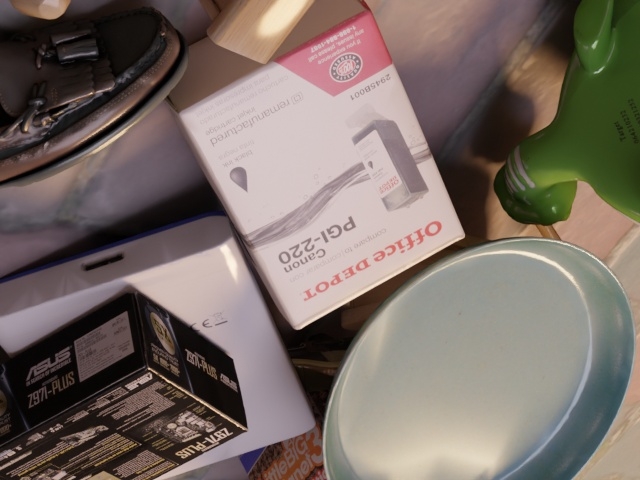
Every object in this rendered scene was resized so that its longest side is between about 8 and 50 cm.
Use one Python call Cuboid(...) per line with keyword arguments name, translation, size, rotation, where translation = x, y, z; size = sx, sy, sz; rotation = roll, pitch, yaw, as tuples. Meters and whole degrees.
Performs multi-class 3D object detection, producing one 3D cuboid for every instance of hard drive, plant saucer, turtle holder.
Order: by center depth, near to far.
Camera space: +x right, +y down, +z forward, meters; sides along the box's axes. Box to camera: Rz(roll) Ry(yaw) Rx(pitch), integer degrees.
Cuboid(name="turtle holder", translation=(0.322, -0.092, 1.112), size=(0.320, 0.243, 0.227), rotation=(-51, 160, 9))
Cuboid(name="hard drive", translation=(-0.139, 0.110, 1.155), size=(0.210, 0.040, 0.318), rotation=(-18, 143, 1))
Cuboid(name="plant saucer", translation=(0.138, 0.133, 1.161), size=(0.318, 0.044, 0.317), rotation=(-12, 119, -22))

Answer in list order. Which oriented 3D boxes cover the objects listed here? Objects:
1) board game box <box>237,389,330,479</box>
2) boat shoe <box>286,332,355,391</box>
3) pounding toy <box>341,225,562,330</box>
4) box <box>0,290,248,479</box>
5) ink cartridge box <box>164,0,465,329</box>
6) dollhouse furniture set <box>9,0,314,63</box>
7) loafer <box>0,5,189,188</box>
Cuboid(name="board game box", translation=(0.091, 0.283, 1.334), size=(0.232, 0.291, 0.141), rotation=(6, 129, -38))
Cuboid(name="boat shoe", translation=(0.002, 0.117, 1.285), size=(0.152, 0.049, 0.056), rotation=(3, 146, -13))
Cuboid(name="pounding toy", translation=(0.137, 0.031, 1.264), size=(0.269, 0.155, 0.154), rotation=(13, 154, -32))
Cuboid(name="box", translation=(-0.176, 0.139, 1.078), size=(0.180, 0.077, 0.147), rotation=(-29, 141, 16))
Cuboid(name="ink cartridge box", translation=(-0.005, -0.063, 0.984), size=(0.158, 0.092, 0.218), rotation=(-29, 126, -3))
Cuboid(name="dollhouse furniture set", translation=(-0.141, -0.246, 0.661), size=(0.355, 0.174, 0.303), rotation=(16, 122, -45))
Cuboid(name="loafer", translation=(-0.217, -0.085, 0.865), size=(0.267, 0.096, 0.084), rotation=(-29, 138, 1))
